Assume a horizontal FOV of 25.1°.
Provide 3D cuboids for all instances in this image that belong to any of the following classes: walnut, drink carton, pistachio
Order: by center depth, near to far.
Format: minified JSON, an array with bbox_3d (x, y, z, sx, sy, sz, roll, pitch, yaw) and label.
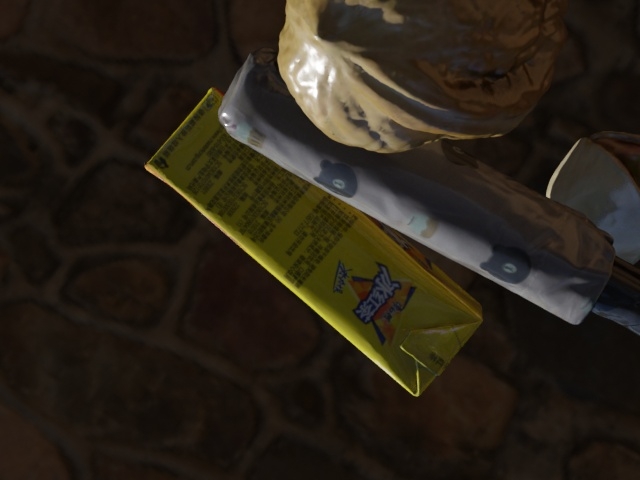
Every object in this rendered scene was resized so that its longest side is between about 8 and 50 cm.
[{"bbox_3d":[0.056,-0.124,0.816,0.155,0.184,0.156,13,109,42],"label":"walnut"},{"bbox_3d":[0.000,0.000,1.457,0.351,0.111,0.154,41,-175,3],"label":"drink carton"},{"bbox_3d":[0.305,-0.044,1.465,0.144,0.144,0.215,36,166,-6],"label":"pistachio"}]

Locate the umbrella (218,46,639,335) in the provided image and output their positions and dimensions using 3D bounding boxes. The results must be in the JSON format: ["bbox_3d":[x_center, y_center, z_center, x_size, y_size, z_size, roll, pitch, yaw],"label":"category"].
[{"bbox_3d":[0.087,-0.028,0.982,0.337,0.073,0.067,29,-161,1],"label":"umbrella"}]
